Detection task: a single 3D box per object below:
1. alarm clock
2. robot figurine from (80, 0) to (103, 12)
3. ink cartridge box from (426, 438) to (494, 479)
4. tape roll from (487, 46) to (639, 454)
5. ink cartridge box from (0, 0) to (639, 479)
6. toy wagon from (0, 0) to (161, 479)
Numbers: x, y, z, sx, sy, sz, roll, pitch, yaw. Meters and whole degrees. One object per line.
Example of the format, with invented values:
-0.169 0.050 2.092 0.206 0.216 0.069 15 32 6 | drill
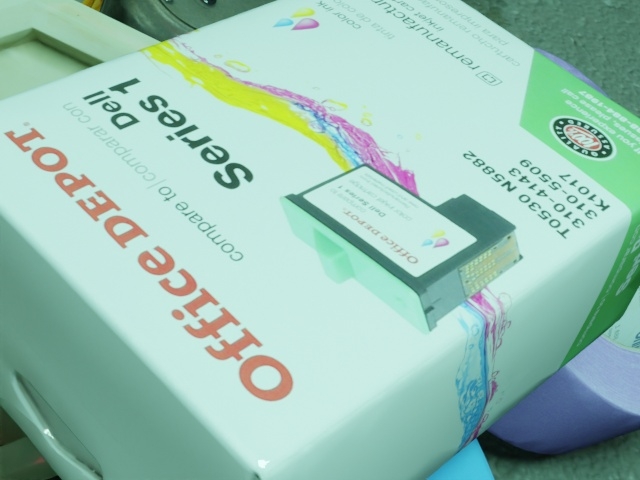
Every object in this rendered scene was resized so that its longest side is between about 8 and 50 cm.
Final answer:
-0.088 -0.164 0.705 0.129 0.064 0.192 -23 66 -38 | alarm clock
-0.077 -0.046 0.721 0.291 0.085 0.211 38 53 2 | robot figurine
-0.008 0.295 0.469 0.285 0.166 0.394 -16 75 -29 | ink cartridge box
0.159 0.004 0.738 0.275 0.090 0.274 24 52 -35 | tape roll
0.000 0.000 0.471 0.278 0.117 0.201 -29 58 -36 | ink cartridge box
-0.189 0.031 0.586 0.267 0.068 0.344 25 81 -3 | toy wagon
